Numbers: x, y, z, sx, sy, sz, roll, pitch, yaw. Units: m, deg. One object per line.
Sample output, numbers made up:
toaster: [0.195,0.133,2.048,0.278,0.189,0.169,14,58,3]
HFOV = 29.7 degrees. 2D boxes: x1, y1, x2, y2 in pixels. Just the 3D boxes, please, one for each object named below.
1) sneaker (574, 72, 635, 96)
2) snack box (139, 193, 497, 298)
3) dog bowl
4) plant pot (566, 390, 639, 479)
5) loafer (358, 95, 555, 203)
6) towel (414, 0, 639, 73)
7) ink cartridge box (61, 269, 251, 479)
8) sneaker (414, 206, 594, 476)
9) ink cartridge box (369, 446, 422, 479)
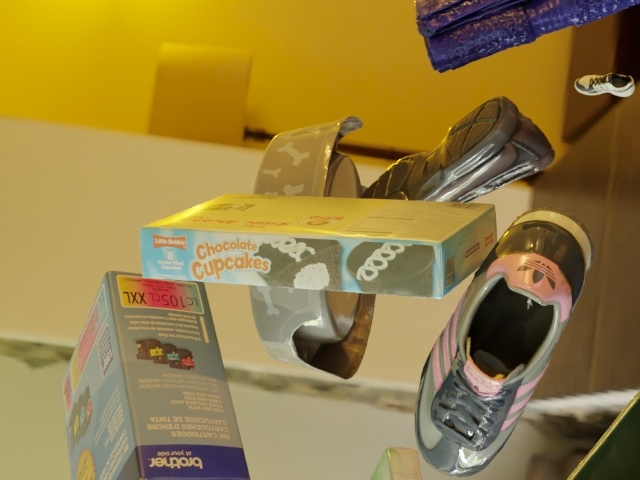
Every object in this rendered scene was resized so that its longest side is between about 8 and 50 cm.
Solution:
sneaker: [0.401,-0.225,1.702,0.037,0.083,0.031,61,-145,-67]
snack box: [0.000,0.000,1.235,0.187,0.322,0.060,-28,-62,-63]
dog bowl: [-0.004,0.009,1.595,0.349,0.102,0.348,2,-90,-75]
plant pot: [0.555,0.398,1.769,0.248,0.252,0.247,-44,22,-25]
loafer: [0.145,-0.057,1.412,0.302,0.095,0.109,-35,29,47]
towel: [0.246,-0.299,1.287,0.227,0.308,0.076,-91,-21,-55]
ink cartridge box: [-0.220,0.274,1.565,0.270,0.151,0.395,-62,35,39]
sneaker: [0.150,0.121,1.133,0.131,0.112,0.319,-48,-21,-55]
ink cartridge box: [0.105,0.431,1.696,0.181,0.056,0.224,110,162,-49]
